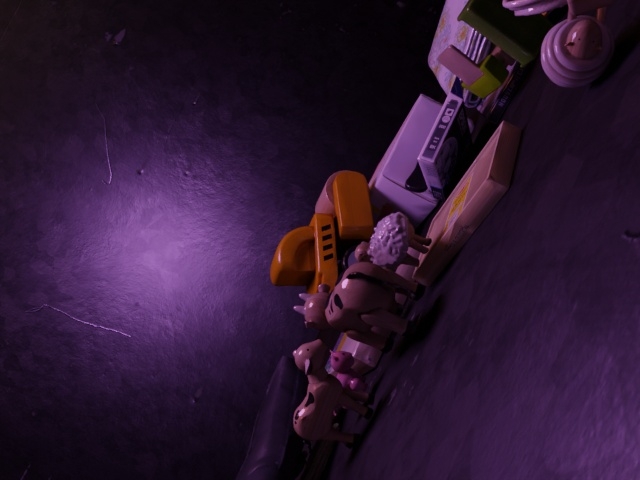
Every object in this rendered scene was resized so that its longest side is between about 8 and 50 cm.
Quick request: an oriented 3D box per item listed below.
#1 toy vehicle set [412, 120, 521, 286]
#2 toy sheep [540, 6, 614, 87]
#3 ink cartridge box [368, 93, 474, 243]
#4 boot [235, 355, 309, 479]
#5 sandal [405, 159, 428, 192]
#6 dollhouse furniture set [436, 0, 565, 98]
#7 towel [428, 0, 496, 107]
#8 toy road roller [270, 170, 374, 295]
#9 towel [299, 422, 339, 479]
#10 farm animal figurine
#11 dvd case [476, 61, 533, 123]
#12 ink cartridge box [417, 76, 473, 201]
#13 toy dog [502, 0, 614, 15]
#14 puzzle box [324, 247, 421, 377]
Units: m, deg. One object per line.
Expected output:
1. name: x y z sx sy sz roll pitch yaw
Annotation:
1. toy vehicle set: 0.244 -0.057 1.090 0.166 0.035 0.267 -62 0 -43
2. toy sheep: 0.311 -0.230 0.782 0.091 0.091 0.132 -62 -14 0
3. ink cartridge box: 0.227 -0.161 1.722 0.279 0.160 0.384 -63 1 -24
4. boot: -0.131 0.481 1.241 0.367 0.146 0.445 -57 11 24
5. sandal: 0.243 -0.152 1.479 0.179 0.067 0.040 -47 -34 -40
6. dollhouse furniture set: 0.365 -0.458 1.244 0.301 0.151 0.197 -57 7 -16
7. towel: 0.360 -0.527 1.556 0.374 0.090 0.320 -93 18 -57
8. toy road roller: 0.000 0.000 1.570 0.202 0.241 0.329 119 150 -64
9. towel: -0.009 0.433 1.260 0.148 0.027 0.110 -62 -1 -38
10. farm animal figurine: 0.039 0.144 1.076 0.330 0.172 0.326 -74 8 -45
11. dvd case: 0.401 -0.349 1.391 0.179 0.030 0.238 -62 1 19
12. ink cartridge box: 0.280 -0.214 1.373 0.208 0.045 0.206 -65 -24 -10
13. toy dog: 0.293 -0.311 0.589 0.333 0.220 0.161 -83 -20 -71
14. puzzle box: 0.106 0.188 1.458 0.272 0.052 0.409 -63 0 -21
